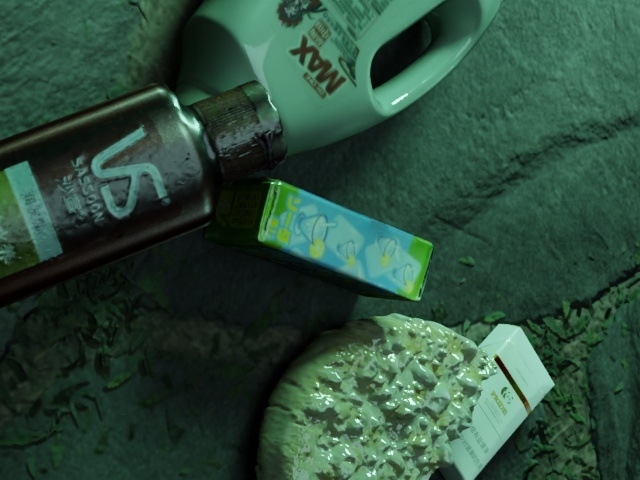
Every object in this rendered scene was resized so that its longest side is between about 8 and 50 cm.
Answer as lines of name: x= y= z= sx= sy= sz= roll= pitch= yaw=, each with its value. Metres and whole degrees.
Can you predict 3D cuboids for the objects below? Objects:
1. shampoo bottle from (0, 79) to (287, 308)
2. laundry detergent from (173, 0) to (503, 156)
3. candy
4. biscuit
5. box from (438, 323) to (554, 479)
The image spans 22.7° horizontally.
shampoo bottle: x=-0.185 y=-0.039 z=1.271 sx=0.323 sy=0.084 sz=0.129 roll=-21 pitch=98 yaw=-13
laundry detergent: x=-0.002 y=-0.190 z=1.436 sx=0.264 sy=0.125 sz=0.398 roll=49 pitch=67 yaw=-28
candy: x=0.000 y=0.000 z=1.460 sx=0.194 sy=0.097 sz=0.062 roll=21 pitch=79 yaw=-34
biscuit: x=0.037 y=0.169 z=1.507 sx=0.179 sy=0.084 sz=0.281 roll=50 pitch=63 yaw=-19
box: x=0.166 y=0.166 z=1.625 sx=0.154 sy=0.040 sz=0.084 roll=-45 pitch=114 yaw=-26
